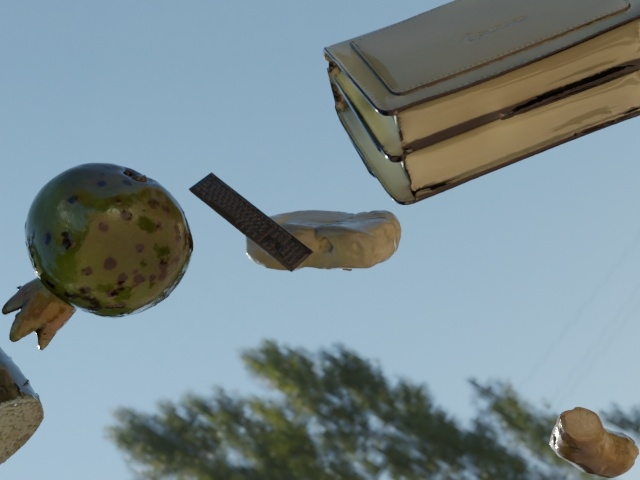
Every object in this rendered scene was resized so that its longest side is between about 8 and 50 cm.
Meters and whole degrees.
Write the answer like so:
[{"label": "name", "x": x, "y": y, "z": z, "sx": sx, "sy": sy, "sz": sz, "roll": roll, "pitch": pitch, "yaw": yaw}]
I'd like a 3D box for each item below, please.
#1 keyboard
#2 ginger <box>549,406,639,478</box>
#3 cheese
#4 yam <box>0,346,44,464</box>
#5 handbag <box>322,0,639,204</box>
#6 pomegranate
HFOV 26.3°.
[{"label": "keyboard", "x": -0.104, "y": -0.029, "z": 2.060, "sx": 0.067, "sy": 0.202, "sz": 0.011, "roll": -41, "pitch": -15, "yaw": -49}, {"label": "ginger", "x": 0.385, "y": 0.288, "z": 1.949, "sx": 0.190, "sy": 0.069, "sz": 0.095, "roll": 29, "pitch": -63, "yaw": -38}, {"label": "cheese", "x": 0.000, "y": 0.002, "z": 2.377, "sx": 0.159, "sy": 0.263, "sz": 0.093, "roll": -25, "pitch": -66, "yaw": -63}, {"label": "yam", "x": -0.577, "y": 0.188, "z": 2.001, "sx": 0.241, "sy": 0.348, "sz": 0.241, "roll": -35, "pitch": -28, "yaw": -23}, {"label": "handbag", "x": 0.205, "y": -0.205, "z": 1.651, "sx": 0.358, "sy": 0.237, "sz": 0.160, "roll": -21, "pitch": -50, "yaw": -7}, {"label": "pomegranate", "x": -0.300, "y": 0.026, "z": 1.893, "sx": 0.231, "sy": 0.231, "sz": 0.286, "roll": -31, "pitch": -23, "yaw": -47}]
